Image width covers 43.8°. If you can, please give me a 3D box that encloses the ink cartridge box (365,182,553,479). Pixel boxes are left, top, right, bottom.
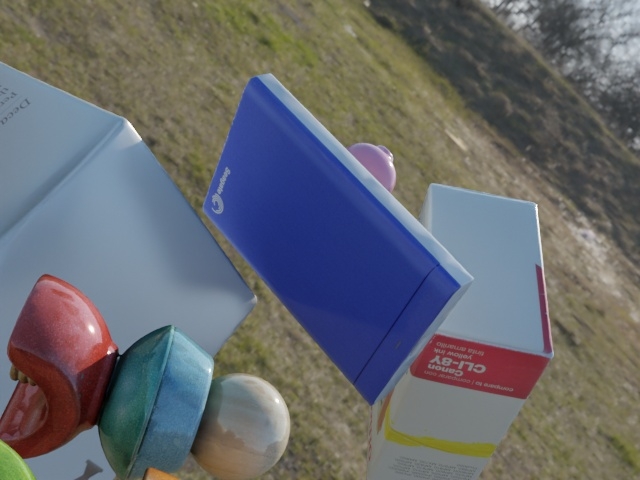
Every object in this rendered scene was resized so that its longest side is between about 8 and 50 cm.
[{"bbox_3d":[0.180,0.158,1.141,0.160,0.385,0.279,10,44,-2],"label":"ink cartridge box"}]

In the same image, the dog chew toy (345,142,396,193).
[{"bbox_3d":[0.020,-0.064,1.571,0.206,0.332,0.206,41,-14,12],"label":"dog chew toy"}]

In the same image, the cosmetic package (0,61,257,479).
[{"bbox_3d":[-0.357,0.031,0.880,0.393,0.327,0.329,26,-23,36],"label":"cosmetic package"}]

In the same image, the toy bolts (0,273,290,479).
[{"bbox_3d":[-0.101,0.148,0.397,0.158,0.218,0.228,18,34,-10],"label":"toy bolts"}]

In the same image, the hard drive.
[{"bbox_3d":[0.000,0.000,0.870,0.040,0.210,0.319,-23,62,-41],"label":"hard drive"}]
